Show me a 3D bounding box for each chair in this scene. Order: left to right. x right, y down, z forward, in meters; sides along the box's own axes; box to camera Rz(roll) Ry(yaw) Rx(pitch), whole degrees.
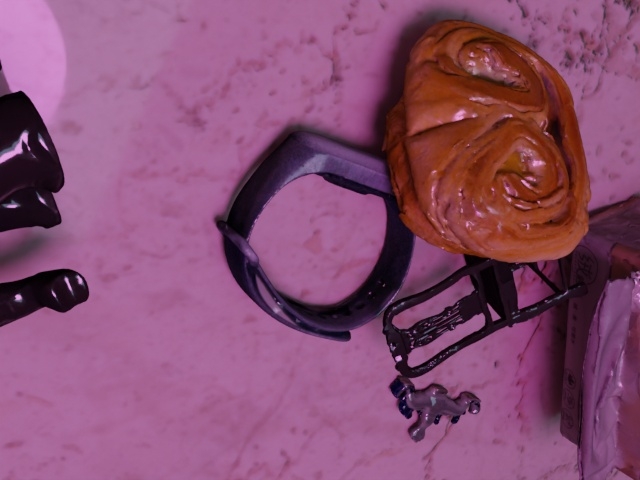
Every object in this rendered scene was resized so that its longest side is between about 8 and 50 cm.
[{"bbox_3d":[0.159,0.042,0.868,0.229,0.113,0.106,-23,120,-5],"label":"chair"}]

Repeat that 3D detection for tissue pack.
[{"bbox_3d":[0.377,0.139,0.943,0.239,0.238,0.305,-15,117,-22],"label":"tissue pack"}]

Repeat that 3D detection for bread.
[{"bbox_3d":[0.160,-0.087,0.764,0.198,0.120,0.236,11,65,-30],"label":"bread"}]

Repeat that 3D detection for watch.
[{"bbox_3d":[0.000,0.000,0.792,0.206,0.068,0.193,15,102,-34],"label":"watch"}]

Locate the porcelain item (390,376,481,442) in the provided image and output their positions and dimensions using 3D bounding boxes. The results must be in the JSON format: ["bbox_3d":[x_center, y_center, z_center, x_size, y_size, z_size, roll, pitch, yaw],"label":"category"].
[{"bbox_3d":[0.129,0.210,0.972,0.136,0.021,0.075,19,101,-32],"label":"porcelain item"}]

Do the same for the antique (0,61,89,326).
[{"bbox_3d":[-0.320,-0.051,0.539,0.255,0.185,0.322,-28,121,-23],"label":"antique"}]
